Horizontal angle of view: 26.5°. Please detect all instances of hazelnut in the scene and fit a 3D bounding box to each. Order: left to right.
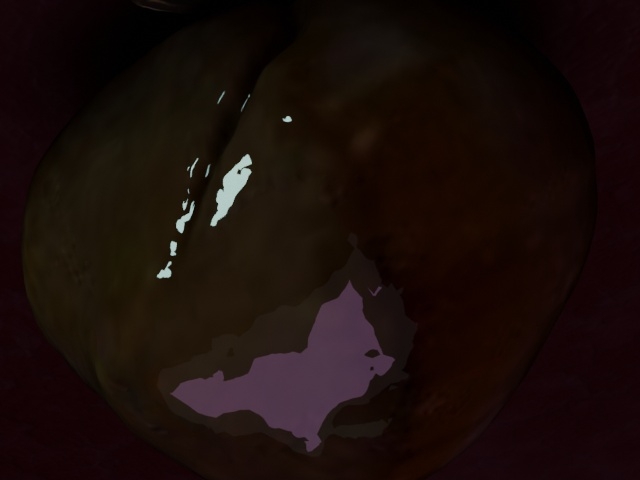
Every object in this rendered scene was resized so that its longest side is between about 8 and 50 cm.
[{"bbox_3d":[0.000,0.000,0.861,0.372,0.315,0.372,-13,-171,2],"label":"hazelnut"}]

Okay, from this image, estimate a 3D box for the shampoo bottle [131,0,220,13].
[{"bbox_3d":[-0.086,-0.254,0.668,0.126,0.084,0.350,-4,146,-4],"label":"shampoo bottle"}]
